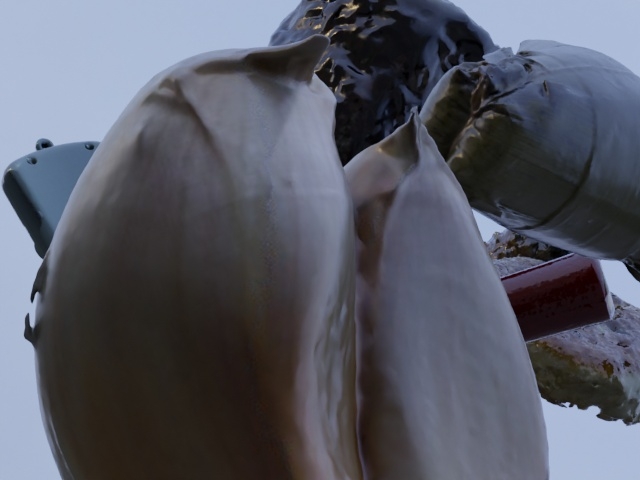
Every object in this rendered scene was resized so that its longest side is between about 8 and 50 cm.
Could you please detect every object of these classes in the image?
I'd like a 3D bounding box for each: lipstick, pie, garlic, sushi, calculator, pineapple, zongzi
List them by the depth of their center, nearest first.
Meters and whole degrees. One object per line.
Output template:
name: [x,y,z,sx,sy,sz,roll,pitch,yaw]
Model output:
garlic: [-0.003,0.071,0.718,0.249,0.286,0.313,120,-42,-66]
zongzi: [0.153,-0.117,1.114,0.273,0.300,0.145,16,-60,-38]
lipstick: [0.172,0.077,1.382,0.241,0.080,0.080,-17,-56,11]
calculator: [-0.234,-0.008,1.442,0.246,0.141,0.045,57,-45,13]
pie: [0.315,0.113,1.730,0.315,0.315,0.092,29,-67,10]
sushi: [0.050,-0.168,1.755,0.281,0.294,0.299,34,-9,-32]
pineapple: [0.339,0.017,1.947,0.158,0.158,0.278,45,-52,-11]
